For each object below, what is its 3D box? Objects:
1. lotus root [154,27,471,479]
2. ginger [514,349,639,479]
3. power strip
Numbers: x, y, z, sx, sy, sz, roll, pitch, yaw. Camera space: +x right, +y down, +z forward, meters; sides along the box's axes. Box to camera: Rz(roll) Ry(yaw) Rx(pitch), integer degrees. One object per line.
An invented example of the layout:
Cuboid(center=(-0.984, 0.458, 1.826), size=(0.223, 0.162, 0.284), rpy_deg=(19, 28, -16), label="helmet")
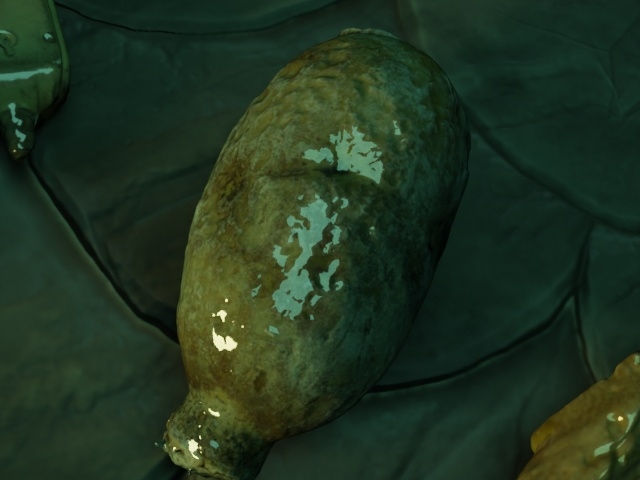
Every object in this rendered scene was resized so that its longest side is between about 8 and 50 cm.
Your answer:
Cuboid(center=(0.002, 0.000, 0.800), size=(0.175, 0.175, 0.350), rpy_deg=(23, 65, -3), label="lotus root")
Cuboid(center=(0.169, 0.203, 0.770), size=(0.189, 0.126, 0.354), rpy_deg=(23, 63, 20), label="ginger")
Cuboid(center=(-0.262, -0.225, 0.899), size=(0.092, 0.066, 0.388), rpy_deg=(-10, 66, -20), label="power strip")
